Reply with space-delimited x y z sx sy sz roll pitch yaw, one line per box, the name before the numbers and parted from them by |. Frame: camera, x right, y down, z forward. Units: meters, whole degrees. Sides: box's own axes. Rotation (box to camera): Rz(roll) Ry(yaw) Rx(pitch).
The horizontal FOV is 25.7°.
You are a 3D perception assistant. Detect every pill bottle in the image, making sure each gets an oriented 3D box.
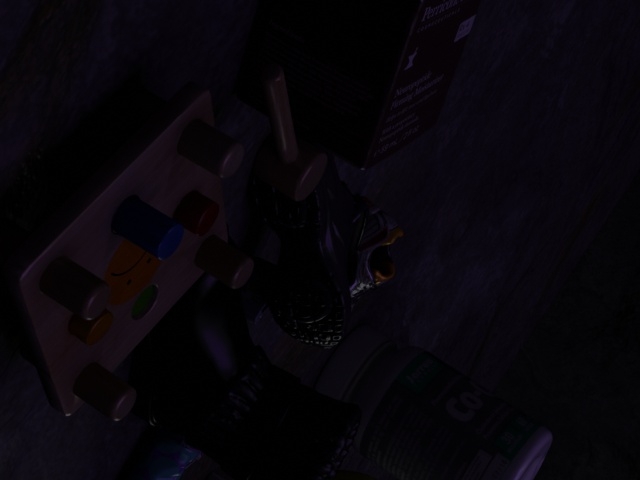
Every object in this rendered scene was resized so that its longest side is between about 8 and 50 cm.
pill bottle | 0.176 0.302 2.290 0.204 0.361 0.204 -50 160 -25

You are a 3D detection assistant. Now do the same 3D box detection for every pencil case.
pencil case | -0.210 0.304 1.767 0.152 0.070 0.064 -58 -174 5

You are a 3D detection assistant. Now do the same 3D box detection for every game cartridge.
game cartridge | -0.082 0.059 1.727 0.083 0.056 0.017 -57 155 -28

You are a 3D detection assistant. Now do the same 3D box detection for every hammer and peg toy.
hammer and peg toy | -0.148 -0.028 1.314 0.361 0.127 0.266 -49 158 -26

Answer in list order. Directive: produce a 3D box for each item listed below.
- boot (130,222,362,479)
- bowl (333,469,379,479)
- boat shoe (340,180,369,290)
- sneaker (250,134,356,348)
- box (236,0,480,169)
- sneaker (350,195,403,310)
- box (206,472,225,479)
boot | -0.074 0.146 1.561 0.131 0.260 0.348 -44 157 -37
bowl | -0.028 0.497 2.402 0.289 0.156 0.289 -50 160 -26
boat shoe | 0.005 0.036 1.855 0.114 0.091 0.302 -48 159 -28
sneaker | 0.000 0.000 1.688 0.130 0.109 0.286 -50 143 -49
box | 0.045 -0.214 1.442 0.168 0.167 0.203 -35 150 -50
sneaker | 0.050 0.051 1.996 0.088 0.093 0.225 -36 152 -49
box | -0.133 0.440 2.126 0.114 0.103 0.203 -55 161 -10
